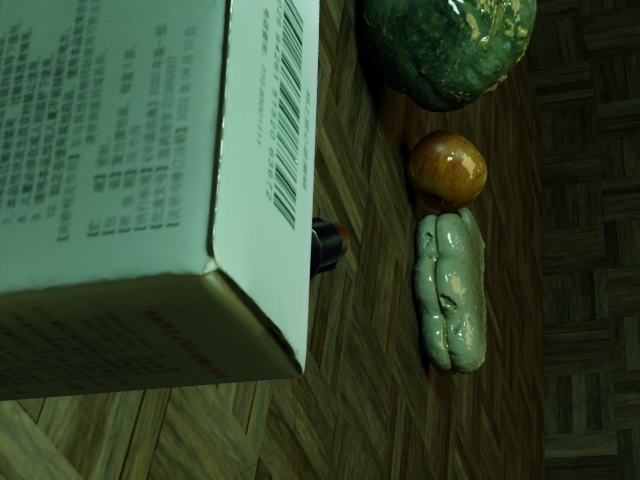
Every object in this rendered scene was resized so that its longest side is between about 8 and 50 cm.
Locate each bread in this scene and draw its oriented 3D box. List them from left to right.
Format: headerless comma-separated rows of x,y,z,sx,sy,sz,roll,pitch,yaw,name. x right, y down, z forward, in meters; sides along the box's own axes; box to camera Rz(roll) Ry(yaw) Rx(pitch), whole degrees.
0.224,0.062,1.931,0.183,0.102,0.337,64,25,-46,bread

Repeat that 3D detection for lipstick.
-0.033,0.013,1.197,0.299,0.081,0.081,-20,102,-70,lipstick

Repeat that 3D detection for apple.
0.214,-0.117,1.919,0.146,0.146,0.146,-7,90,-72,apple

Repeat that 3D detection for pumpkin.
0.204,-0.366,1.740,0.257,0.291,0.328,39,34,-43,pumpkin

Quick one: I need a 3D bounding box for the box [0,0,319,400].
-0.155,-0.038,0.484,0.106,0.299,0.200,51,36,-57,box
